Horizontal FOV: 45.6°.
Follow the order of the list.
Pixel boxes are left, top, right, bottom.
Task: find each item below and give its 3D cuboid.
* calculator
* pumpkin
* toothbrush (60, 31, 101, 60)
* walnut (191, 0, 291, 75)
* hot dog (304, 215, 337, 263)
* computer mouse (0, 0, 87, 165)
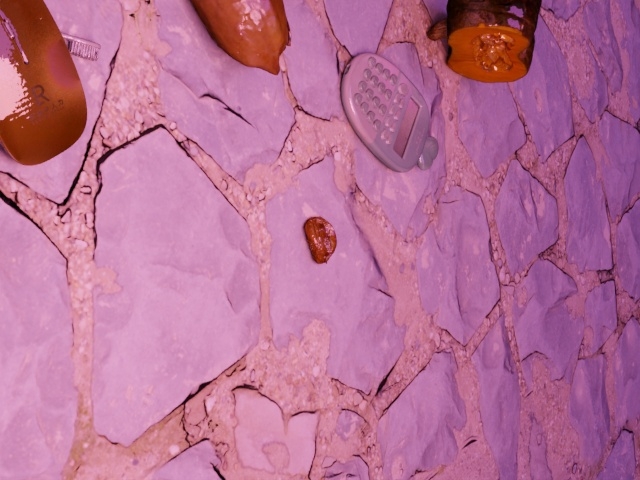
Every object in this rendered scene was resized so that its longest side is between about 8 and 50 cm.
[{"bbox_3d":[0.138,-0.238,1.473,0.295,0.042,0.184,40,61,-38],"label":"calculator"},{"bbox_3d":[0.330,-0.435,1.559,0.317,0.221,0.139,21,82,-76],"label":"pumpkin"},{"bbox_3d":[-0.381,-0.258,0.897,0.275,0.019,0.025,8,91,-49],"label":"toothbrush"},{"bbox_3d":[-0.122,-0.354,1.118,0.137,0.137,0.245,-38,114,-42],"label":"walnut"},{"bbox_3d":[0.000,0.000,1.314,0.058,0.035,0.083,-36,116,-47],"label":"hot dog"},{"bbox_3d":[-0.355,-0.207,0.879,0.126,0.056,0.245,-40,123,-38],"label":"computer mouse"}]
